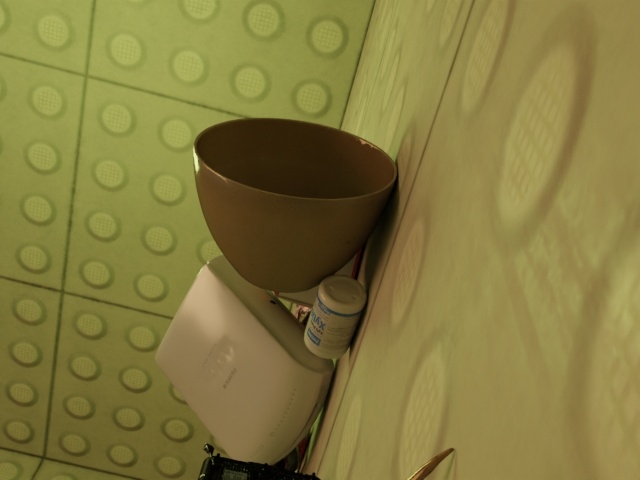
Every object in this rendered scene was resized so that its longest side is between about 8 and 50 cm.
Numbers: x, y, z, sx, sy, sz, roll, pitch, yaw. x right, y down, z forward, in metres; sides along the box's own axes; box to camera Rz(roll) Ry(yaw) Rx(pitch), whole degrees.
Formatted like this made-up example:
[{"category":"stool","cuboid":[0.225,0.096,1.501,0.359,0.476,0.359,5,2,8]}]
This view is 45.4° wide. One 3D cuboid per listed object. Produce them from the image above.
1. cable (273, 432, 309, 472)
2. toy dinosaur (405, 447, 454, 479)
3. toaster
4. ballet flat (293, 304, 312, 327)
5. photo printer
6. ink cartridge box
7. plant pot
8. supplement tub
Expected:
[{"category":"cable","cuboid":[-0.055,0.424,1.405,0.139,0.072,0.287,-124,33,-63]},{"category":"toy dinosaur","cuboid":[0.028,0.220,0.548,0.211,0.064,0.112,111,174,-61]},{"category":"toaster","cuboid":[-0.082,0.347,0.948,0.186,0.168,0.110,-121,45,-84]},{"category":"ballet flat","cuboid":[-0.036,0.220,1.638,0.079,0.076,0.222,-125,46,-59]},{"category":"photo printer","cuboid":[-0.127,0.215,1.296,0.107,0.307,0.256,-5,-46,-53]},{"category":"ink cartridge box","cuboid":[0.000,0.000,1.368,0.306,0.131,0.226,175,108,-85]},{"category":"plant pot","cuboid":[-0.046,-0.038,1.104,0.284,0.284,0.191,-82,1,-62]},{"category":"supplement tub","cuboid":[0.020,0.107,1.078,0.071,0.071,0.107,-80,6,-52]}]
